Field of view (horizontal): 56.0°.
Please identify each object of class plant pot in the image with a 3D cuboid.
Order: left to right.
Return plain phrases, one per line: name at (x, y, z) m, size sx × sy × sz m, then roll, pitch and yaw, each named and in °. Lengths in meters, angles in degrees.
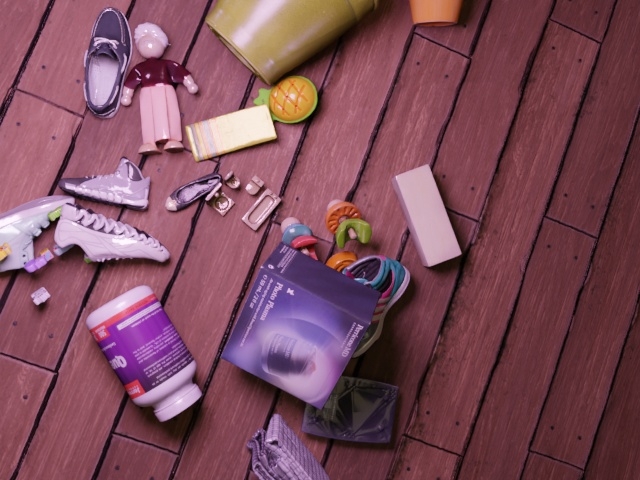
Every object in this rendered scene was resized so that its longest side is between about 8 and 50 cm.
plant pot at (-0.099, -0.611, 1.573) m, size 0.366 × 0.366 × 0.353 m, roll 43°, pitch 93°, yaw -5°
plant pot at (0.330, -0.713, 1.712) m, size 0.204 × 0.205 × 0.188 m, roll -3°, pitch 103°, yaw -9°

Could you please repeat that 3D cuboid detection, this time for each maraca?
maraca at (-0.096, -0.384, 1.667) m, size 0.185 × 0.099 × 0.127 m, roll -11°, pitch 86°, yaw 16°

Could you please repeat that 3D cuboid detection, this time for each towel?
towel at (-0.244, -0.295, 1.649) m, size 0.237 × 0.021 × 0.102 m, roll -16°, pitch 93°, yaw 3°
towel at (-0.074, 0.611, 1.548) m, size 0.121 × 0.235 × 0.284 m, roll -39°, pitch 93°, yaw -3°

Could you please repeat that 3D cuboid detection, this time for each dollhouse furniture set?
dollhouse furniture set at (-0.203, -0.110, 1.617) m, size 0.151 × 0.123 × 0.144 m, roll 40°, pitch 82°, yaw -5°

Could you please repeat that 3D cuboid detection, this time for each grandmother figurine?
grandmother figurine at (-0.433, -0.409, 1.609) m, size 0.207 × 0.104 × 0.343 m, roll -8°, pitch 90°, yaw -12°

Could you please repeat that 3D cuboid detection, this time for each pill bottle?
pill bottle at (-0.438, 0.288, 1.529) m, size 0.181 × 0.181 × 0.323 m, roll -31°, pitch 92°, yaw -9°

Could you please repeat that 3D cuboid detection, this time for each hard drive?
hard drive at (0.079, 0.462, 1.669) m, size 0.254 × 0.054 × 0.172 m, roll 10°, pitch 86°, yaw -9°

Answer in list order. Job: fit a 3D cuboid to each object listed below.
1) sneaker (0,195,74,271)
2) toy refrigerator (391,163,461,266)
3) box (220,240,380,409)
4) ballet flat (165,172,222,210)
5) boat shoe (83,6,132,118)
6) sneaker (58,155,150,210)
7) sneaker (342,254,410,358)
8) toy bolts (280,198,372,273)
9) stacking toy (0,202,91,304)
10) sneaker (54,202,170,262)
sneaker at (-0.740, -0.015, 1.555) m, size 0.255 × 0.094 × 0.151 m, roll -27°, pitch 116°, yaw -23°
toy refrigerator at (0.298, -0.069, 1.715) m, size 0.102 × 0.094 × 0.270 m, roll -21°, pitch 90°, yaw -3°
box at (-0.048, 0.212, 1.517) m, size 0.293 × 0.183 × 0.297 m, roll 26°, pitch 115°, yaw 2°
ballet flat at (-0.345, -0.137, 1.633) m, size 0.173 × 0.049 × 0.058 m, roll -33°, pitch 92°, yaw -9°
boat shoe at (-0.563, -0.479, 1.594) m, size 0.114 × 0.091 × 0.303 m, roll 0°, pitch 87°, yaw -9°
sneaker at (-0.560, -0.165, 1.591) m, size 0.228 × 0.086 × 0.132 m, roll 13°, pitch 80°, yaw -18°
sneaker at (0.113, 0.159, 1.620) m, size 0.178 × 0.123 × 0.296 m, roll 40°, pitch 77°, yaw -38°
toy bolts at (0.000, 0.000, 1.667) m, size 0.228 × 0.159 × 0.219 m, roll -9°, pitch 129°, yaw -19°
stacking toy at (-0.683, 0.036, 1.520) m, size 0.221 × 0.052 × 0.167 m, roll -39°, pitch 123°, yaw -19°
sneaker at (-0.532, 0.006, 1.545) m, size 0.292 × 0.110 × 0.119 m, roll 24°, pitch 87°, yaw -27°
